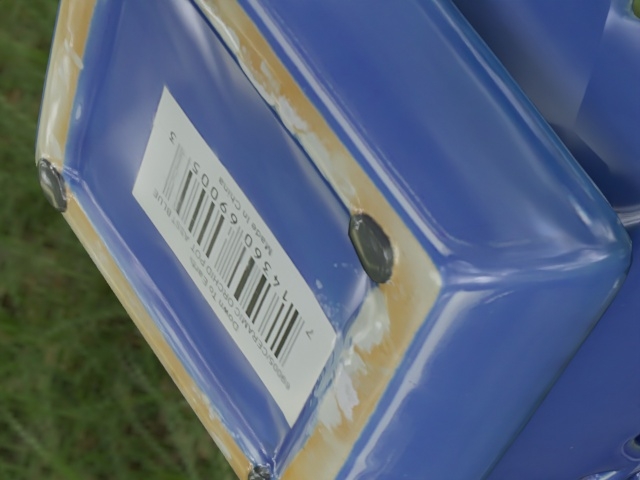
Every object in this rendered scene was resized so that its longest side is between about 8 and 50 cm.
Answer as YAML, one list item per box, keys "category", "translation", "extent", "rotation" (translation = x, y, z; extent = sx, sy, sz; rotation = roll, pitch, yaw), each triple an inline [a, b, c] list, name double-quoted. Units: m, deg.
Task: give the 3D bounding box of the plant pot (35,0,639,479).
- category: "plant pot"
  translation: [0.049, -0.042, 0.562]
  extent: [0.236, 0.212, 0.236]
  rotation: [54, 149, 20]
